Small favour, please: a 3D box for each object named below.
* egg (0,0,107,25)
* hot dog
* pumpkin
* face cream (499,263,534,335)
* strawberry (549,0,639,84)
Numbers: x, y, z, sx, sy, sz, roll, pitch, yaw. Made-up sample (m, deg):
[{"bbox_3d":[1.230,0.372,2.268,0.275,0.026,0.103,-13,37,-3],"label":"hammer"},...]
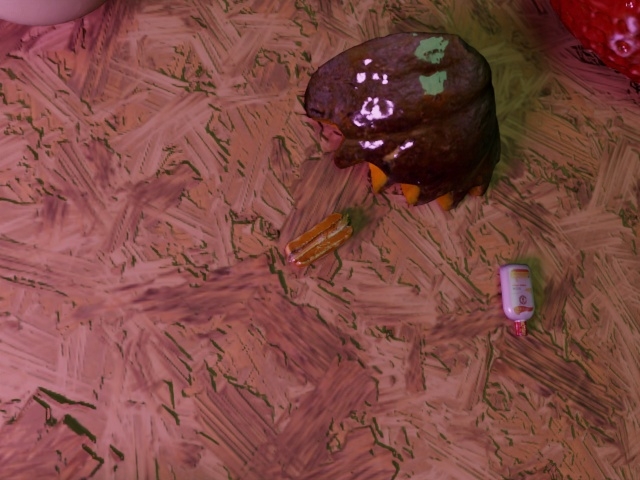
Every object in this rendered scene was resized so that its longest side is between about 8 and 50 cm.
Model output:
[{"bbox_3d":[-0.250,-0.308,0.582,0.185,0.186,0.242,20,67,-14],"label":"egg"},{"bbox_3d":[0.000,0.000,0.692,0.083,0.021,0.037,-31,69,-20],"label":"hot dog"},{"bbox_3d":[0.120,-0.122,0.696,0.253,0.149,0.131,8,68,-19],"label":"pumpkin"},{"bbox_3d":[0.230,0.069,0.757,0.040,0.021,0.083,1,79,-18],"label":"face cream"},{"bbox_3d":[0.441,-0.340,0.787,0.309,0.292,0.292,31,70,-4],"label":"strawberry"}]
